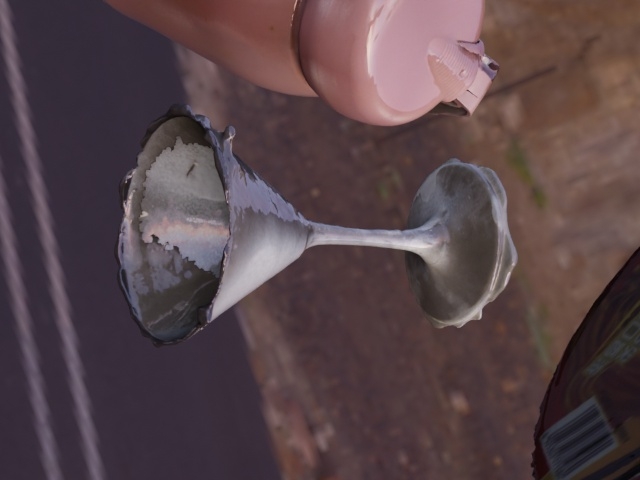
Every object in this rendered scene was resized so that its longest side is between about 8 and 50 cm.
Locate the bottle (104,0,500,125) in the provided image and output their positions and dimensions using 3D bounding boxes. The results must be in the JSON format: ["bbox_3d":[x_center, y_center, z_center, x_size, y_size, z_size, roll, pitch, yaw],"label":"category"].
[{"bbox_3d":[-0.016,-0.189,1.344,0.297,0.173,0.206,30,-5,35],"label":"bottle"}]

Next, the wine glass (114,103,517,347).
[{"bbox_3d":[0.000,0.000,0.955,0.183,0.122,0.122,5,52,-32],"label":"wine glass"}]

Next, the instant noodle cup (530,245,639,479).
[{"bbox_3d":[0.207,0.035,0.687,0.091,0.274,0.274,47,15,-15],"label":"instant noodle cup"}]
